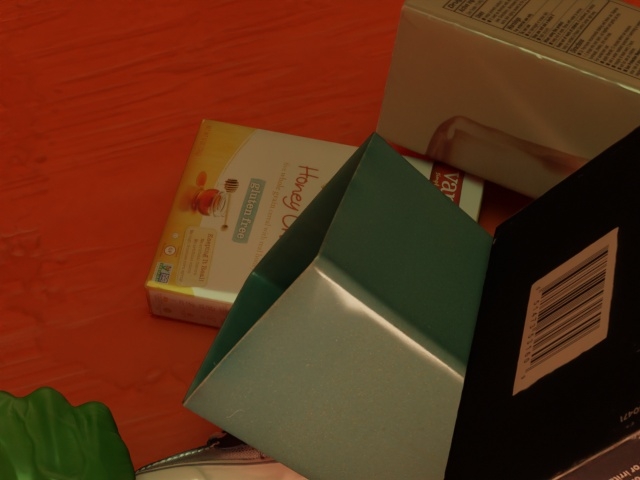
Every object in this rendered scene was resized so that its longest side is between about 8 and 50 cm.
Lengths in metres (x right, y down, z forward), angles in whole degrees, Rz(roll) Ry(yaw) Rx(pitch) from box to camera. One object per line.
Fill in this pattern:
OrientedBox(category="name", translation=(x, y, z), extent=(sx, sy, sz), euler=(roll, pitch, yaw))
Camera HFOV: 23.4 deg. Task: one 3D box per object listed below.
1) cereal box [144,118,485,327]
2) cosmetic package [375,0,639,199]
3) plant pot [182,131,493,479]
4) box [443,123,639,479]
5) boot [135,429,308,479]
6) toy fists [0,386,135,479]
OrientedBox(category="cereal box", translation=(0.000, 0.000, 1.217), extent=(0.240, 0.047, 0.173), euler=(10, 55, 7))
OrientedBox(category="cosmetic package", translation=(0.212, -0.109, 1.221), extent=(0.296, 0.129, 0.153), euler=(24, 37, 16))
OrientedBox(category="plant pot", translation=(0.063, 0.086, 1.051), extent=(0.234, 0.166, 0.165), euler=(37, 35, -8))
OrientedBox(category="box", translation=(0.250, 0.122, 0.932), extent=(0.294, 0.182, 0.296), euler=(40, 38, -17))
OrientedBox(category="boot", translation=(-0.053, 0.152, 1.106), extent=(0.190, 0.069, 0.086), euler=(-3, 49, -13))
OrientedBox(category="toy fists", translation=(-0.257, 0.194, 1.037), extent=(0.279, 0.096, 0.142), euler=(-22, 67, 3))
